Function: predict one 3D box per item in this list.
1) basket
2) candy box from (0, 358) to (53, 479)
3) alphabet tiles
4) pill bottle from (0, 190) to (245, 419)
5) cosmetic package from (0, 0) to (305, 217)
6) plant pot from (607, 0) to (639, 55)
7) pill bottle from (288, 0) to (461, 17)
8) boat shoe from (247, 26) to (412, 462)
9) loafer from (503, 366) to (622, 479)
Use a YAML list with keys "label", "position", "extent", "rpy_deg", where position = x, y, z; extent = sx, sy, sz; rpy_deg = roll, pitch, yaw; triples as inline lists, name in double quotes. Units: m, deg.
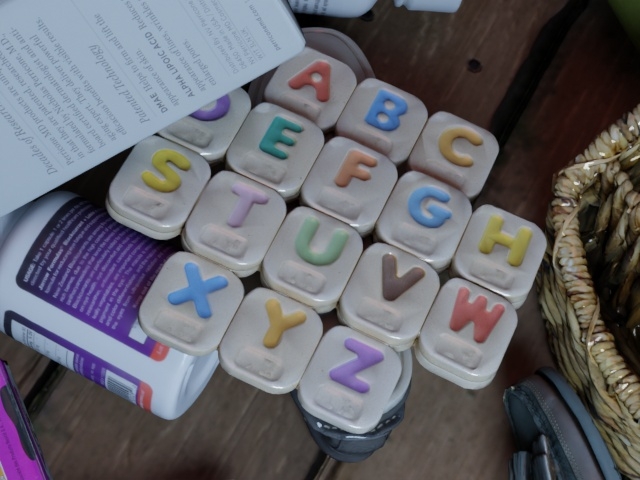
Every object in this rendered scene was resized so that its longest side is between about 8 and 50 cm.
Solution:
- label: "basket"
  position: [0.284, 0.042, 1.164]
  extent: [0.213, 0.223, 0.299]
  rpy_deg: [-22, 66, -18]
- label: "candy box"
  position: [-0.274, 0.186, 1.060]
  extent: [0.233, 0.071, 0.159]
  rpy_deg: [-21, 84, -7]
- label: "alphabet tiles"
  position: [0.007, -0.012, 1.174]
  extent: [0.284, 0.021, 0.278]
  rpy_deg: [25, 52, 4]
- label: "pill bottle"
  position: [-0.158, 0.032, 1.184]
  extent: [0.193, 0.108, 0.108]
  rpy_deg: [28, 61, 9]
- label: "cosmetic package"
  position: [-0.228, -0.142, 1.143]
  extent: [0.385, 0.156, 0.217]
  rpy_deg: [-28, 46, 8]
- label: "plant pot"
  position: [0.290, -0.293, 1.354]
  extent: [0.274, 0.275, 0.293]
  rpy_deg: [-5, 78, -9]
- label: "pill bottle"
  position: [-0.028, -0.255, 1.330]
  extent: [0.283, 0.160, 0.160]
  rpy_deg: [7, 60, -3]
- label: "boat shoe"
  position: [0.000, 0.000, 1.242]
  extent: [0.112, 0.095, 0.335]
  rpy_deg: [-2, 56, -8]
- label: "loafer"
  position: [0.168, 0.210, 1.133]
  extent: [0.084, 0.096, 0.267]
  rpy_deg: [-18, 66, -9]
